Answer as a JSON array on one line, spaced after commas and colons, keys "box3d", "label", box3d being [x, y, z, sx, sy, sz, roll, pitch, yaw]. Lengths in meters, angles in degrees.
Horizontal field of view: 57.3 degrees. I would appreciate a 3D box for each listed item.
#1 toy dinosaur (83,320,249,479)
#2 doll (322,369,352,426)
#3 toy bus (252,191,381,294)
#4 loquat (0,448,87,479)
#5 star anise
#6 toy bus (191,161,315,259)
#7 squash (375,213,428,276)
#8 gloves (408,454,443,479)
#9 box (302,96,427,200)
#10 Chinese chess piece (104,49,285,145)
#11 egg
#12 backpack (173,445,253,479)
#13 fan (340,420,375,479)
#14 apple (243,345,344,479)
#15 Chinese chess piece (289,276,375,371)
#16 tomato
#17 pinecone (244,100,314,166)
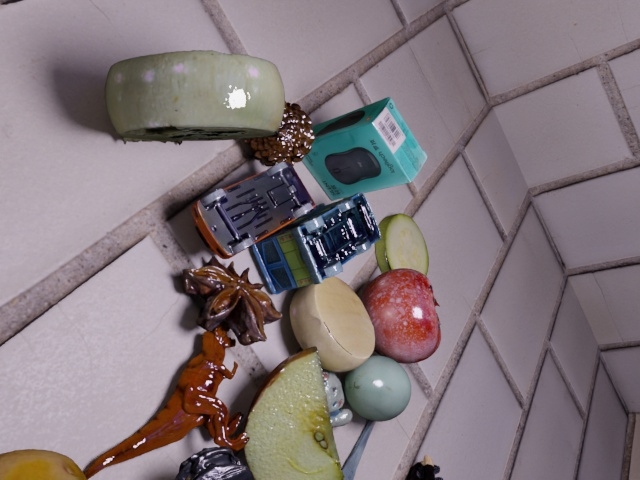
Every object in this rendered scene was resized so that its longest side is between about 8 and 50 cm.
[{"box3d": [-0.242, 0.344, 1.154, 0.208, 0.097, 0.432, 44, 42, -10], "label": "toy dinosaur"}, {"box3d": [0.009, 0.378, 1.458, 0.103, 0.071, 0.214, -35, 104, -39], "label": "doll"}, {"box3d": [0.000, 0.000, 1.480, 0.312, 0.190, 0.152, -32, 102, -49], "label": "toy bus"}, {"box3d": [-0.440, 0.412, 0.812, 0.243, 0.243, 0.244, 20, 63, -45], "label": "loquat"}, {"box3d": [-0.195, 0.139, 1.273, 0.220, 0.099, 0.214, 52, 34, 6], "label": "star anise"}, {"box3d": [-0.163, -0.061, 1.334, 0.329, 0.153, 0.143, -34, 94, -49], "label": "toy bus"}, {"box3d": [0.264, 0.042, 1.897, 0.252, 0.048, 0.252, 17, 68, -46], "label": "squash"}, {"box3d": [0.294, 0.701, 1.682, 0.129, 0.106, 0.181, 63, 12, -14], "label": "gloves"}, {"box3d": [0.103, -0.237, 1.589, 0.205, 0.311, 0.118, 54, 52, -24], "label": "box"}, {"box3d": [-0.244, -0.273, 1.167, 0.349, 0.349, 0.147, -10, 100, -51], "label": "Chinese chess piece"}, {"box3d": [0.149, 0.387, 1.534, 0.231, 0.167, 0.168, 34, 51, -60], "label": "egg"}, {"box3d": [-0.207, 0.504, 1.085, 0.206, 0.133, 0.259, -9, 114, -47], "label": "backpack"}, {"box3d": [0.112, 0.544, 1.563, 0.057, 0.023, 0.282, 56, 44, -18], "label": "fan"}, {"box3d": [-0.048, 0.405, 1.291, 0.254, 0.179, 0.346, -29, 111, -59], "label": "apple"}, {"box3d": [0.030, 0.208, 1.471, 0.251, 0.097, 0.251, 41, 30, -30], "label": "Chinese chess piece"}, {"box3d": [0.221, 0.211, 1.642, 0.270, 0.227, 0.270, -10, 90, -76], "label": "tomato"}, {"box3d": [-0.104, -0.270, 1.483, 0.195, 0.149, 0.179, -25, 96, -51], "label": "pinecone"}]
